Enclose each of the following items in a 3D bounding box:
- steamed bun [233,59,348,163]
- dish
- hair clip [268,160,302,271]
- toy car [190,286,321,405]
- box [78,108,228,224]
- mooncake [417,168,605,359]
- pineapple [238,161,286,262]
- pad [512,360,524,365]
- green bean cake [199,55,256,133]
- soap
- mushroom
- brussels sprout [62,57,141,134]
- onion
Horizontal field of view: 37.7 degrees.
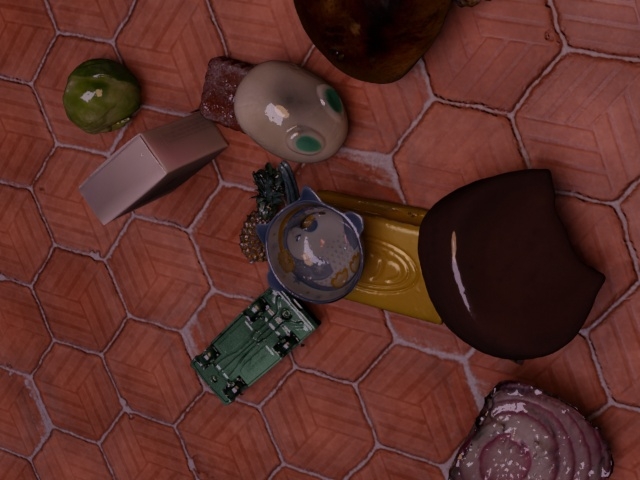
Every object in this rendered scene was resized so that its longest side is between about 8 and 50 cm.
[{"bbox_3d":[-0.051,-0.245,1.774,0.228,0.131,0.177,36,79,-6],"label":"steamed bun"},{"bbox_3d":[0.000,0.000,1.779,0.236,0.086,0.227,-10,101,29],"label":"dish"},{"bbox_3d":[-0.063,-0.046,1.874,0.048,0.083,0.275,46,144,45],"label":"hair clip"},{"bbox_3d":[-0.139,0.224,2.023,0.141,0.097,0.321,48,119,3],"label":"toy car"},{"bbox_3d":[-0.337,-0.153,1.904,0.203,0.252,0.106,-33,91,29],"label":"box"},{"bbox_3d":[0.330,0.033,1.655,0.326,0.174,0.333,31,78,-11],"label":"mooncake"},{"bbox_3d":[-0.117,-0.049,1.931,0.083,0.103,0.221,13,117,-3],"label":"pineapple"},{"bbox_3d":[0.358,0.113,1.806,0.158,0.003,0.235,25,116,16],"label":"pad"},{"bbox_3d":[-0.169,-0.295,1.890,0.135,0.056,0.135,24,115,18],"label":"green bean cake"},{"bbox_3d":[0.112,0.027,1.840,0.324,0.096,0.204,13,112,21],"label":"soap"},{"bbox_3d":[0.115,-0.442,1.645,0.345,0.260,0.345,31,132,42],"label":"mushroom"},{"bbox_3d":[-0.475,-0.308,1.989,0.183,0.145,0.131,-23,69,24],"label":"brussels sprout"},{"bbox_3d":[0.404,0.416,1.816,0.280,0.146,0.314,24,108,2],"label":"onion"}]
